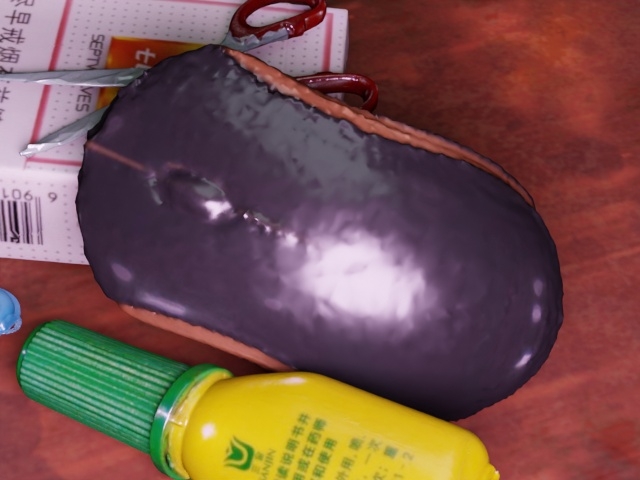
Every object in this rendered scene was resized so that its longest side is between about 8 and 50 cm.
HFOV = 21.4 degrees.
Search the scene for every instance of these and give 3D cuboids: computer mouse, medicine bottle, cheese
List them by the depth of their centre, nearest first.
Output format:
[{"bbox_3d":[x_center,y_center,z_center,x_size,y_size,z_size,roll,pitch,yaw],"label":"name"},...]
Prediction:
[{"bbox_3d":[-0.047,0.120,1.019,0.309,0.076,0.111,20,90,20],"label":"medicine bottle"},{"bbox_3d":[0.001,0.000,1.056,0.323,0.183,0.116,22,2,-2],"label":"computer mouse"},{"bbox_3d":[-0.247,0.037,1.131,0.111,0.017,0.047,25,45,18],"label":"cheese"}]

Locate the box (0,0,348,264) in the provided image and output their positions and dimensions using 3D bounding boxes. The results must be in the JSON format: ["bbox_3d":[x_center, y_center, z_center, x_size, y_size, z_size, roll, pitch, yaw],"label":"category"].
[{"bbox_3d":[-0.149,-0.084,1.206,0.330,0.095,0.210,4,46,0],"label":"box"}]

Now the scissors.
[{"bbox_3d":[-0.094,-0.111,1.164,0.248,0.017,0.144,-13,49,-17],"label":"scissors"}]
